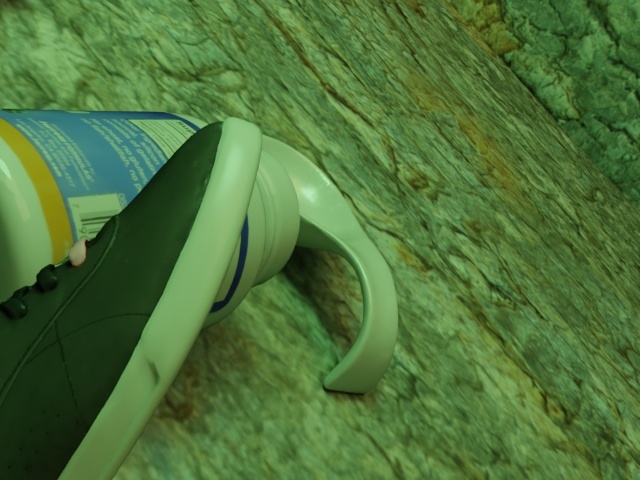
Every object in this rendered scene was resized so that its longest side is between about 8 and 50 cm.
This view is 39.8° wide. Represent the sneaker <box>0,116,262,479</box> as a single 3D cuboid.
[{"bbox_3d":[-0.145,0.049,0.350,0.147,0.296,0.104,33,-6,-8],"label":"sneaker"}]

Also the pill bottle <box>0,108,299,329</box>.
[{"bbox_3d":[-0.130,-0.005,0.549,0.152,0.152,0.272,53,27,14],"label":"pill bottle"}]

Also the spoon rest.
[{"bbox_3d":[0.000,0.000,0.801,0.137,0.084,0.276,15,40,-45],"label":"spoon rest"}]
